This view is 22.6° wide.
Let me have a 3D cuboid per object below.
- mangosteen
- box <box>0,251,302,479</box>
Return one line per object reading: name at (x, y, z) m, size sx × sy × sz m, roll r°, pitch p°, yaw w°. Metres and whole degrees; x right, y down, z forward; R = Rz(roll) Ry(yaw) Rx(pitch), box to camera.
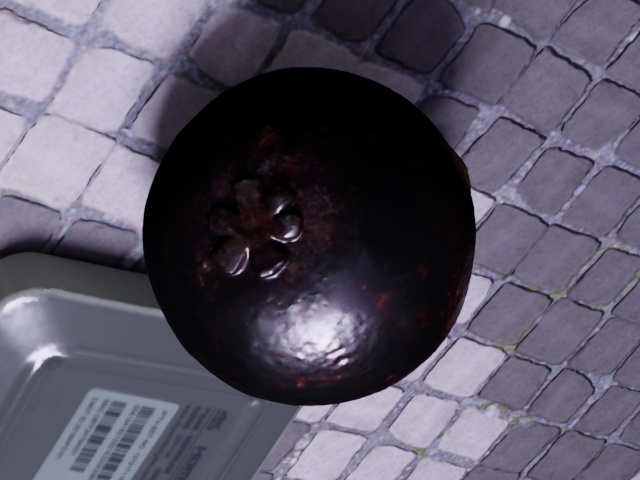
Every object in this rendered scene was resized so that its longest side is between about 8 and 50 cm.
mangosteen at (-0.013, -0.005, 1.395) m, size 0.297 × 0.313 × 0.296 m, roll -1°, pitch 96°, yaw -7°
box at (-0.218, 0.194, 1.587) m, size 0.373 × 0.090 × 0.367 m, roll 13°, pitch 123°, yaw -33°
